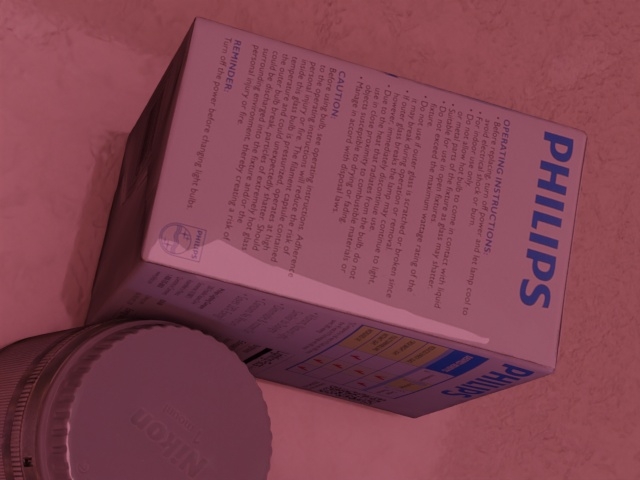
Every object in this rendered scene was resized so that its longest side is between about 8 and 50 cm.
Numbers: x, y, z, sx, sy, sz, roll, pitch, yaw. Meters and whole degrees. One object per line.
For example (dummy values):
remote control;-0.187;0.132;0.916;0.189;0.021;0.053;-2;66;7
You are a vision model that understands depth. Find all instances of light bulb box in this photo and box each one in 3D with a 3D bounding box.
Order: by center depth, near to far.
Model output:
light bulb box;0.000;0.000;1.459;0.361;0.358;0.225;15;74;-13

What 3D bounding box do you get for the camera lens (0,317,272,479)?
camera lens;-0.196;0.185;1.431;0.219;0.274;0.219;6;79;-33
